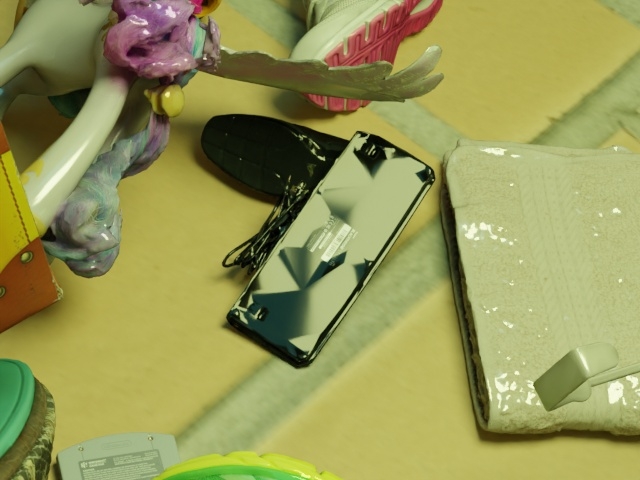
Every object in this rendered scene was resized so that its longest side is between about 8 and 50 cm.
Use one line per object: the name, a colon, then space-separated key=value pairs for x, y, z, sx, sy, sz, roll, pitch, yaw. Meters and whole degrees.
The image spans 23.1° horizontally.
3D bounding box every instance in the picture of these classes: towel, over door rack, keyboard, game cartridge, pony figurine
towel: x=0.197 y=0.030 z=1.234 sx=0.187 sy=0.049 sz=0.282 roll=2 pitch=51 yaw=-11
over door rack: x=0.290 y=0.174 z=1.052 sx=0.324 sy=0.108 sz=0.239 roll=-6 pitch=61 yaw=-43
keyboard: x=0.000 y=0.000 z=1.203 sx=0.100 sy=0.038 sz=0.192 roll=34 pitch=72 yaw=7
game cartridge: x=-0.136 y=0.159 z=1.070 sx=0.083 sy=0.017 sz=0.056 roll=-6 pitch=56 yaw=-18
pony figurine: x=-0.136 y=-0.147 z=1.145 sx=0.351 sy=0.303 sz=0.363 roll=16 pitch=64 yaw=38

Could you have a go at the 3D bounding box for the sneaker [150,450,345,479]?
sneaker: x=0.009 y=0.230 z=0.982 sx=0.296 sy=0.109 sz=0.123 roll=25 pitch=46 yaw=7

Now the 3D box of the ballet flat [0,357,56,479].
ballet flat: x=-0.255 y=0.211 z=0.862 sx=0.164 sy=0.182 sz=0.483 roll=-10 pitch=9 yaw=8

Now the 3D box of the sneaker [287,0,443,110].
sneaker: x=0.025 y=-0.204 z=1.365 sx=0.111 sy=0.103 sz=0.252 roll=25 pitch=43 yaw=13

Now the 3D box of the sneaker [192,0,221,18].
sneaker: x=-0.118 y=-0.237 z=1.372 sx=0.093 sy=0.088 sz=0.225 roll=31 pitch=58 yaw=3

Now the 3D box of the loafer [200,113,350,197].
loafer: x=-0.013 y=-0.063 z=1.267 sx=0.170 sy=0.062 sz=0.061 roll=18 pitch=9 yaw=3

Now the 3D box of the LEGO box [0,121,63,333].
LEGO box: x=-0.469 y=0.003 z=0.902 sx=0.500 sy=0.193 sz=0.372 roll=-32 pitch=47 yaw=-23
